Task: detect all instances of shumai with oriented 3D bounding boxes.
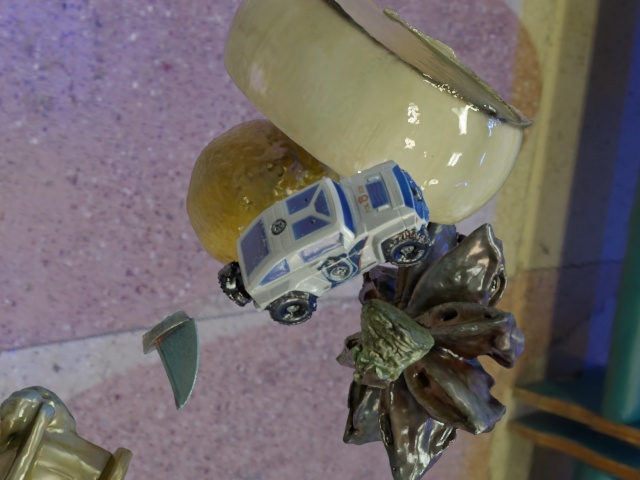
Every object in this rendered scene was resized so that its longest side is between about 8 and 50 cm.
[{"bbox_3d":[0.063,0.111,1.159,0.083,0.082,0.080,27,105,-32],"label":"shumai"}]

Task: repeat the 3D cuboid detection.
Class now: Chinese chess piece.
[{"bbox_3d":[0.059,-0.161,1.224,0.338,0.338,0.140,15,115,-50],"label":"Chinese chess piece"}]

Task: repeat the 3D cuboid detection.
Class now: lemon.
[{"bbox_3d":[-0.073,-0.053,1.425,0.188,0.256,0.188,7,69,-18],"label":"lemon"}]

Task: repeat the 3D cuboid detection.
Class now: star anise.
[{"bbox_3d":[0.124,0.118,1.308,0.117,0.331,0.332,13,91,-25],"label":"star anise"}]

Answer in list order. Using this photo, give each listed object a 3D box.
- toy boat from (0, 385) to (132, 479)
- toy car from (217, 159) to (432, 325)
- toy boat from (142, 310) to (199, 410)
[{"bbox_3d":[-0.201,0.190,0.714,0.089,0.321,0.121,27,45,-12],"label":"toy boat"},{"bbox_3d":[0.000,0.000,0.887,0.070,0.170,0.080,50,19,-45],"label":"toy car"},{"bbox_3d":[-0.187,0.163,1.538,0.096,0.122,0.034,-37,153,21],"label":"toy boat"}]
